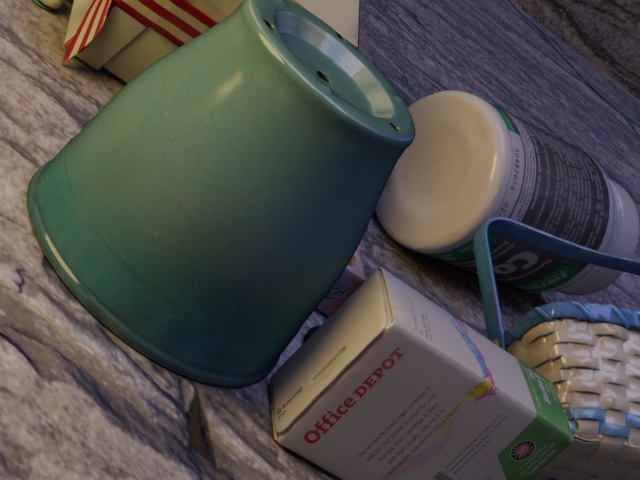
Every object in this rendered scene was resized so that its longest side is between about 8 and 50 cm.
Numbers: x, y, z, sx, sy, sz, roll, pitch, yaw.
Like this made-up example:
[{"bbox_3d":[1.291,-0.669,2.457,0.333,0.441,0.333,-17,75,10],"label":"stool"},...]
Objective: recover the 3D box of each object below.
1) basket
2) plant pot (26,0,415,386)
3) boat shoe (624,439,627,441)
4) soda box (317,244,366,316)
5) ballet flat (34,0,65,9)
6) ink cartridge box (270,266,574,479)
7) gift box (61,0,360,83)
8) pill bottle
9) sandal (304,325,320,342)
[{"bbox_3d":[0.279,0.122,1.467,0.255,0.201,0.289,16,56,-19],"label":"basket"},{"bbox_3d":[-0.064,-0.059,1.187,0.271,0.255,0.272,37,22,-17],"label":"plant pot"},{"bbox_3d":[0.345,0.181,1.692,0.081,0.079,0.227,45,24,-5],"label":"boat shoe"},{"bbox_3d":[0.000,0.000,1.459,0.063,0.058,0.183,34,22,-21],"label":"soda box"},{"bbox_3d":[-0.320,-0.320,1.512,0.168,0.052,0.057,50,22,18],"label":"ballet flat"},{"bbox_3d":[0.084,0.145,1.197,0.212,0.154,0.093,32,24,-24],"label":"ink cartridge box"},{"bbox_3d":[-0.134,-0.272,1.494,0.258,0.276,0.255,34,35,-31],"label":"gift box"},{"bbox_3d":[0.249,-0.047,1.784,0.361,0.204,0.204,19,32,-46],"label":"pill bottle"},{"bbox_3d":[0.060,0.142,1.336,0.179,0.040,0.067,29,15,4],"label":"sandal"}]
